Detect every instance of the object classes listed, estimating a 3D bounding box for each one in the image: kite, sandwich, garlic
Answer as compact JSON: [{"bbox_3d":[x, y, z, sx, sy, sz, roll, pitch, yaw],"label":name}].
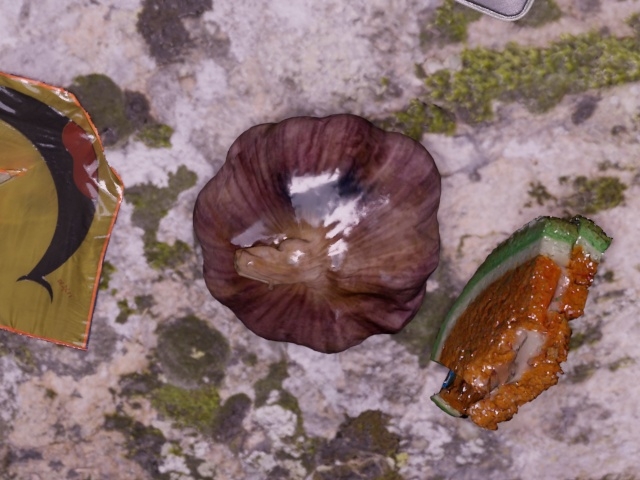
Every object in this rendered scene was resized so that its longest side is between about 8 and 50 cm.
[{"bbox_3d":[-0.347,-0.033,1.687,0.327,0.013,0.377,-22,113,15],"label":"kite"},{"bbox_3d":[0.169,0.084,1.621,0.079,0.159,0.235,29,134,-13],"label":"sandwich"},{"bbox_3d":[0.000,0.000,1.588,0.245,0.160,0.245,2,114,4],"label":"garlic"}]

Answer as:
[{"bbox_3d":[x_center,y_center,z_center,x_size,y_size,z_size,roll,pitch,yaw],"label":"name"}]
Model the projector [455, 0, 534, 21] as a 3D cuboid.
[{"bbox_3d":[0.152,-0.246,1.503,0.083,0.082,0.083,23,115,-5],"label":"projector"}]
